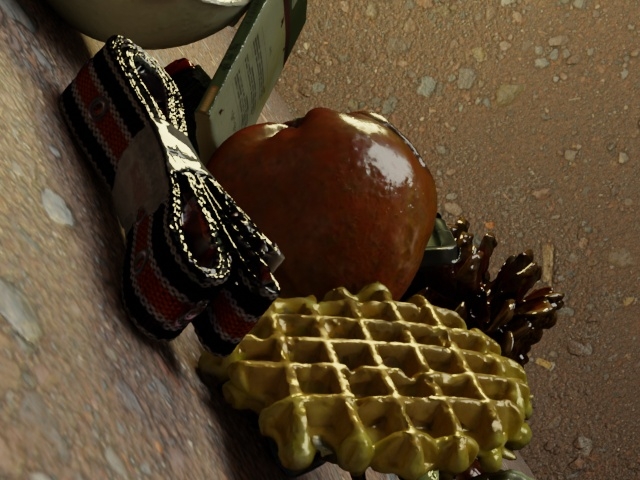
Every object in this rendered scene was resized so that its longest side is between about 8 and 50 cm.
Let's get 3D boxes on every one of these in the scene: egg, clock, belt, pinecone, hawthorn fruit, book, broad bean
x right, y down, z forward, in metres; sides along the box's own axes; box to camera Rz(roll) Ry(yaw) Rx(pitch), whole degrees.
[{"bbox_3d":[-0.239,-0.340,1.174,0.337,0.201,0.337,30,37,-25],"label":"egg"},{"bbox_3d":[0.067,0.012,1.526,0.273,0.279,0.049,-74,160,-79],"label":"clock"},{"bbox_3d":[-0.147,-0.054,0.901,0.126,0.094,0.359,14,34,-44],"label":"belt"},{"bbox_3d":[0.203,0.118,1.727,0.384,0.384,0.384,56,7,-11],"label":"pinecone"},{"bbox_3d":[0.000,0.000,1.155,0.277,0.277,0.298,13,77,-80],"label":"hawthorn fruit"},{"bbox_3d":[-0.078,-0.220,1.223,0.026,0.289,0.201,22,-23,7],"label":"book"},{"bbox_3d":[0.282,0.441,1.802,0.165,0.084,0.114,45,-4,-34],"label":"broad bean"}]

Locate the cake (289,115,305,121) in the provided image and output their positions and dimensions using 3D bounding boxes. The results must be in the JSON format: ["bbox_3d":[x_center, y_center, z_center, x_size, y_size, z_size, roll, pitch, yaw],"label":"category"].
[{"bbox_3d":[-0.068,-0.061,1.744,0.283,0.172,0.158,105,-30,-53],"label":"cake"}]

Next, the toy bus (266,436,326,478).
[{"bbox_3d":[-0.039,0.157,0.974,0.153,0.051,0.061,-116,-178,-48],"label":"toy bus"}]

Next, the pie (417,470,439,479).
[{"bbox_3d":[0.198,0.408,1.512,0.187,0.041,0.187,56,7,-10],"label":"pie"}]

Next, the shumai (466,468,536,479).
[{"bbox_3d":[0.203,0.362,0.855,0.323,0.324,0.397,42,-5,6],"label":"shumai"}]

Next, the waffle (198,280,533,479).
[{"bbox_3d":[0.053,0.118,0.925,0.329,0.329,0.062,-109,-152,-63],"label":"waffle"}]

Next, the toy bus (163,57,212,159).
[{"bbox_3d":[-0.162,-0.168,1.319,0.089,0.081,0.195,49,-1,40],"label":"toy bus"}]
